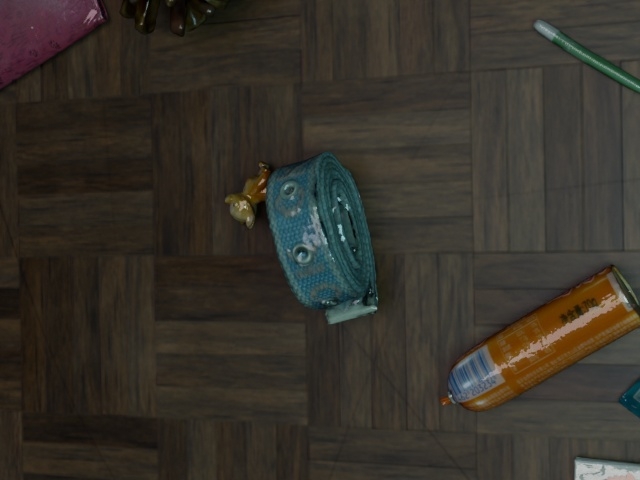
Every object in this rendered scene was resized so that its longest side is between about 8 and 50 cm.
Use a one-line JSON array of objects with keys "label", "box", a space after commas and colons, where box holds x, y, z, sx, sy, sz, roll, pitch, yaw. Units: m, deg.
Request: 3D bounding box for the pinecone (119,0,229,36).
[{"label": "pinecone", "box": [-0.201, -0.377, 1.239, 0.244, 0.244, 0.309, -12, 98, 21]}]

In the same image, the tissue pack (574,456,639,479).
[{"label": "tissue pack", "box": [0.318, 0.259, 1.150, 0.108, 0.023, 0.056, 3, 92, 21]}]

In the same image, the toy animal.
[{"label": "toy animal", "box": [-0.067, -0.046, 1.285, 0.081, 0.060, 0.083, 24, 102, -18]}]

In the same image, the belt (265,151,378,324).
[{"label": "belt", "box": [-0.002, -0.008, 1.210, 0.082, 0.147, 0.163, -18, 56, 24]}]

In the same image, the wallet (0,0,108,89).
[{"label": "wallet", "box": [-0.383, -0.276, 1.411, 0.232, 0.025, 0.119, -27, 81, 19]}]

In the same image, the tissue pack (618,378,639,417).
[{"label": "tissue pack", "box": [0.380, 0.140, 1.124, 0.085, 0.028, 0.138, 40, 101, 16]}]

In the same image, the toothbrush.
[{"label": "toothbrush", "box": [0.328, -0.160, 1.143, 0.257, 0.018, 0.024, 36, 109, 16]}]

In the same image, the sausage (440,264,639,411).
[{"label": "sausage", "box": [0.223, 0.114, 1.160, 0.234, 0.071, 0.071, -33, 79, 18]}]
